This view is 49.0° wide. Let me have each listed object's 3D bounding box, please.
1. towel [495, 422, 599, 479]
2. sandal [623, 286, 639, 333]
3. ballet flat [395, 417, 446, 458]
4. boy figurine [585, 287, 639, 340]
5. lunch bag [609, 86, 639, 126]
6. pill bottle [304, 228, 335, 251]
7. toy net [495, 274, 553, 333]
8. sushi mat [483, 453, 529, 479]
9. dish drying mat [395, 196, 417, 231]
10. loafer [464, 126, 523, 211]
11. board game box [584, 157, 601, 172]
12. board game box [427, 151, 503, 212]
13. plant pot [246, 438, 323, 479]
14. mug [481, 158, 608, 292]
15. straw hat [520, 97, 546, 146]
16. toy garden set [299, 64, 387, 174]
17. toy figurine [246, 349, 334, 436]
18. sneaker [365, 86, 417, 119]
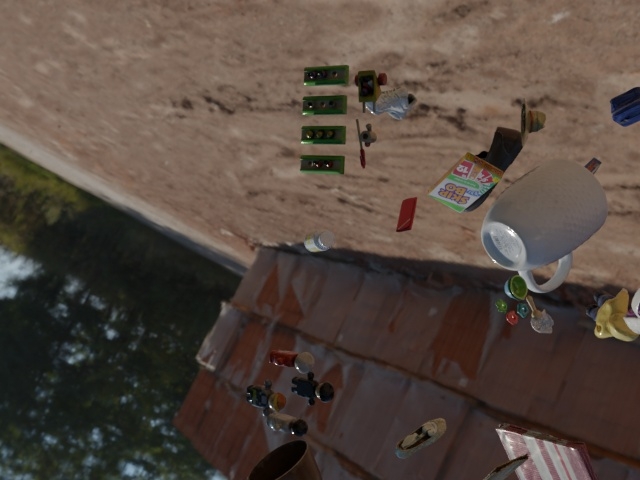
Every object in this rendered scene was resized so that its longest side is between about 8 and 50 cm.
[{"bbox_3d":[0.673,0.658,2.040,0.329,0.037,0.237,-5,113,61],"label":"towel"},{"bbox_3d":[0.611,0.080,1.218,0.102,0.169,0.416,54,170,15],"label":"sandal"},{"bbox_3d":[0.275,0.531,1.902,0.057,0.168,0.052,43,159,41],"label":"ballet flat"},{"bbox_3d":[0.931,0.236,2.225,0.092,0.177,0.285,25,-170,0],"label":"boy figurine"},{"bbox_3d":[0.761,-0.322,1.707,0.067,0.065,0.098,16,153,-31],"label":"lunch bag"},{"bbox_3d":[0.000,0.000,2.076,0.065,0.065,0.116,28,167,-17],"label":"pill bottle"},{"bbox_3d":[0.593,0.204,1.987,0.232,0.122,0.045,39,145,-20],"label":"toy net"},{"bbox_3d":[0.444,0.690,1.932,0.152,0.316,0.019,-6,-131,-37],"label":"sushi mat"},{"bbox_3d":[0.161,-0.049,1.308,0.032,0.083,0.008,-15,131,31],"label":"dish drying mat"},{"bbox_3d":[0.598,-0.264,2.530,0.130,0.365,0.134,35,-149,7],"label":"loafer"},{"bbox_3d":[0.869,-0.186,2.389,0.035,0.201,0.136,40,143,20],"label":"board game box"},{"bbox_3d":[0.430,-0.167,2.131,0.124,0.039,0.259,28,152,-8],"label":"board game box"},{"bbox_3d":[-0.072,0.765,2.131,0.230,0.215,0.215,59,167,-9],"label":"plant pot"},{"bbox_3d":[0.673,-0.017,2.147,0.276,0.328,0.373,11,126,54],"label":"mug"},{"bbox_3d":[0.592,-0.331,1.946,0.061,0.144,0.144,1,168,10],"label":"straw hat"},{"bbox_3d":[0.042,-0.270,1.566,0.204,0.244,0.049,5,-174,29],"label":"toy garden set"},{"bbox_3d":[-0.081,0.431,1.979,0.148,0.209,0.213,4,134,40],"label":"toy figurine"},{"bbox_3d":[0.234,-0.482,2.361,0.232,0.090,0.115,-2,151,-45],"label":"sneaker"}]
